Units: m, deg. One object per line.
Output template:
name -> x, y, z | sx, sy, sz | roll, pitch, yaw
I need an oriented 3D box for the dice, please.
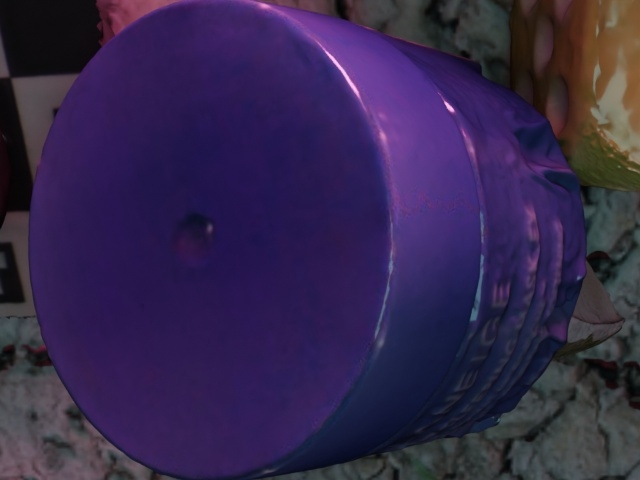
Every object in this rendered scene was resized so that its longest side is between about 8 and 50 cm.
dice -> 0.216, -0.120, 0.849 | 0.166, 0.169, 0.169 | 1, 100, -8

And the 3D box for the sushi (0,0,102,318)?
sushi -> -0.307, -0.053, 0.758 | 0.373, 0.100, 0.296 | -1, 119, 3

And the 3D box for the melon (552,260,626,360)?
melon -> 0.106, 0.036, 0.900 | 0.202, 0.139, 0.093 | -9, 79, -3

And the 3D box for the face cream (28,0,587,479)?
face cream -> 0.000, 0.000, 0.772 | 0.249, 0.225, 0.249 | 1, 91, 37

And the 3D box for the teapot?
teapot -> -0.184, -0.114, 0.851 | 0.108, 0.149, 0.111 | -37, 64, 15
